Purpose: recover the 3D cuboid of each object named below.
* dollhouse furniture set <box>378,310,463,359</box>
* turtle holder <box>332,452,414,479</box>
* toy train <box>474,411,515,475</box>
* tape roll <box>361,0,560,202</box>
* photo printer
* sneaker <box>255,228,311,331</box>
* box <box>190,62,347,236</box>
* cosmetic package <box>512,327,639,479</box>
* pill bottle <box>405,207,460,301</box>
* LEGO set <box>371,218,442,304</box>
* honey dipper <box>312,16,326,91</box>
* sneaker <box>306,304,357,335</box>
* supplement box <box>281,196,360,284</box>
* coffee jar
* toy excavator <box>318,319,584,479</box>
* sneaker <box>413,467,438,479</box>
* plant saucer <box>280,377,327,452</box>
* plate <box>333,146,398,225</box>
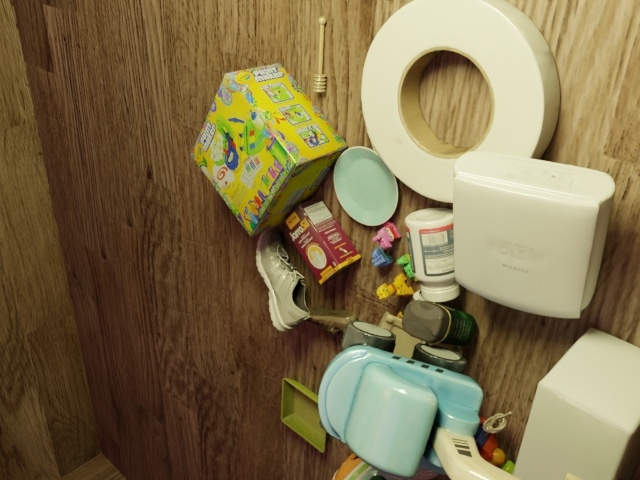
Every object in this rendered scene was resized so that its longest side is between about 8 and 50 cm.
[{"bbox_3d":[0.204,0.310,1.476,0.198,0.151,0.301,26,111,10],"label":"dollhouse furniture set"},{"bbox_3d":[0.179,0.673,1.558,0.320,0.244,0.227,35,115,41],"label":"turtle holder"},{"bbox_3d":[0.389,0.478,1.350,0.143,0.105,0.248,46,137,4],"label":"toy train"},{"bbox_3d":[0.245,-0.261,1.133,0.392,0.072,0.391,24,126,37],"label":"tape roll"},{"bbox_3d":[0.360,0.004,1.066,0.256,0.107,0.307,17,139,28],"label":"photo printer"},{"bbox_3d":[-0.088,0.099,1.636,0.115,0.105,0.281,-21,80,29],"label":"sneaker"},{"bbox_3d":[-0.136,-0.218,1.467,0.279,0.177,0.290,53,138,12],"label":"box"},{"bbox_3d":[0.478,0.419,1.123,0.162,0.230,0.452,26,126,36],"label":"cosmetic package"},{"bbox_3d":[0.240,0.031,1.260,0.108,0.108,0.180,8,115,44],"label":"pill bottle"},{"bbox_3d":[0.166,0.080,1.372,0.087,0.093,0.227,-38,82,49],"label":"LEGO set"},{"bbox_3d":[0.001,-0.412,1.339,0.031,0.031,0.160,25,124,36],"label":"honey dipper"},{"bbox_3d":[0.022,0.222,1.614,0.189,0.066,0.071,3,113,46],"label":"sneaker"},{"bbox_3d":[0.000,0.000,1.512,0.188,0.081,0.104,56,139,9],"label":"supplement box"},{"bbox_3d":[0.248,0.174,1.263,0.096,0.184,0.078,17,90,37],"label":"coffee jar"},{"bbox_3d":[0.200,0.339,1.033,0.433,0.445,0.222,17,97,3],"label":"toy excavator"},{"bbox_3d":[0.166,0.407,1.372,0.126,0.127,0.321,-32,111,26],"label":"sneaker"},{"bbox_3d":[-0.039,0.525,1.848,0.188,0.045,0.188,28,127,34],"label":"plant saucer"},{"bbox_3d":[0.107,-0.125,1.382,0.188,0.024,0.188,22,124,38],"label":"plate"}]
